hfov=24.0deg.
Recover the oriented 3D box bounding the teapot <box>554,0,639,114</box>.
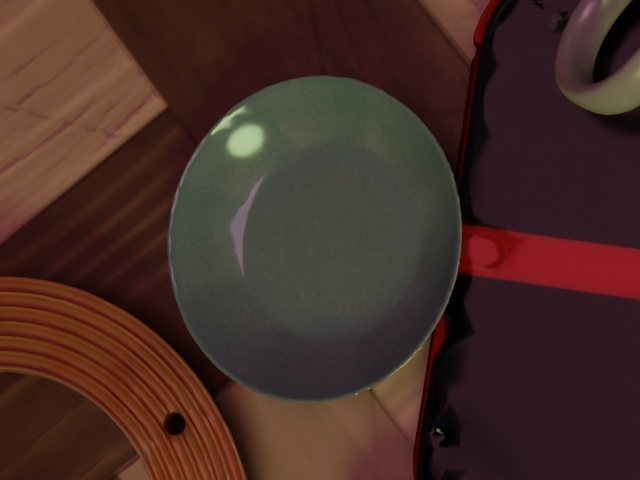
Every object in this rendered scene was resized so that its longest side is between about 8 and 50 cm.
[{"bbox_3d":[0.208,-0.219,0.768,0.256,0.187,0.253,-20,87,-26],"label":"teapot"}]

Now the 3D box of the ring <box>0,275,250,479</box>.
[{"bbox_3d":[-0.196,0.191,0.940,0.336,0.032,0.337,-1,85,15],"label":"ring"}]

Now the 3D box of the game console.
[{"bbox_3d":[0.258,0.019,0.839,0.386,0.060,0.342,8,93,15],"label":"game console"}]

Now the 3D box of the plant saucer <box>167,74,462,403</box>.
[{"bbox_3d":[0.000,0.000,0.899,0.195,0.037,0.195,-3,84,27],"label":"plant saucer"}]
